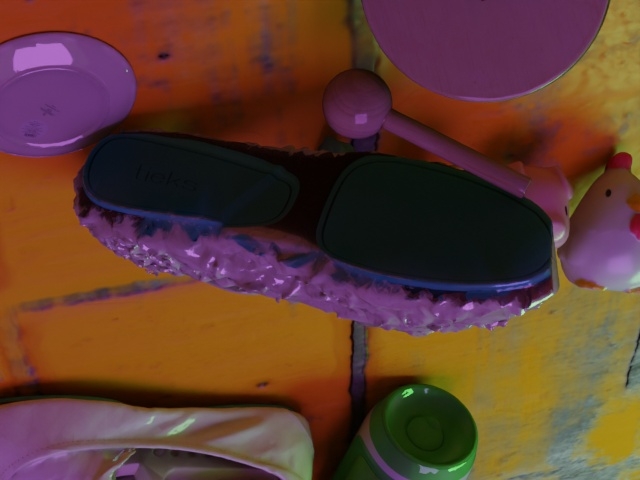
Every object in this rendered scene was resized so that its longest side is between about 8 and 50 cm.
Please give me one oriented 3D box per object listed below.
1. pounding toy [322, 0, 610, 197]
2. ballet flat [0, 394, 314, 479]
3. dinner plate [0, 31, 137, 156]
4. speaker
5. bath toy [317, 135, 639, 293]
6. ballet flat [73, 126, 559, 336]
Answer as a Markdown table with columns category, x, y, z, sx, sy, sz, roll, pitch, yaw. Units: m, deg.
| category | x | y | z | sx | sy | sz | roll | pitch | yaw |
| --- | --- | --- | --- | --- | --- | --- | --- | --- | --- |
| pounding toy | 0.113 | -0.172 | 1.247 | 0.183 | 0.110 | 0.237 | 20 | 99 | 1 |
| ballet flat | -0.185 | 0.230 | 1.658 | 0.400 | 0.139 | 0.139 | 3 | 140 | -23 |
| dinner plate | -0.213 | -0.108 | 1.301 | 0.141 | 0.017 | 0.141 | -9 | 144 | -7 |
| speaker | 0.071 | 0.284 | 1.824 | 0.131 | 0.131 | 0.296 | 1 | 140 | -22 |
| bath toy | 0.157 | -0.022 | 1.466 | 0.348 | 0.151 | 0.129 | 3 | 100 | -23 |
| ballet flat | 0.000 | 0.000 | 1.307 | 0.409 | 0.147 | 0.147 | 13 | 150 | 21 |
